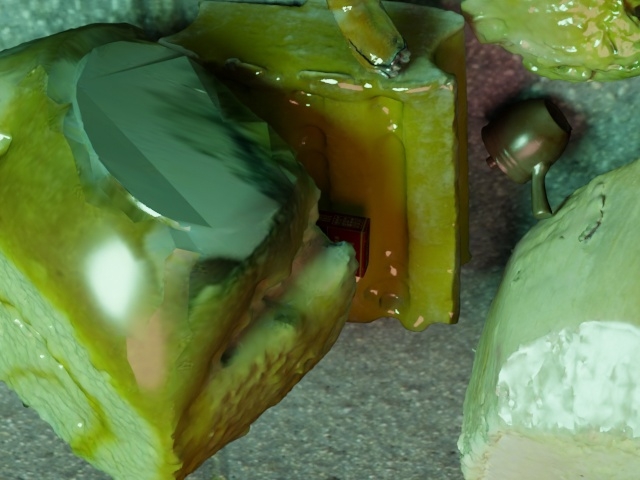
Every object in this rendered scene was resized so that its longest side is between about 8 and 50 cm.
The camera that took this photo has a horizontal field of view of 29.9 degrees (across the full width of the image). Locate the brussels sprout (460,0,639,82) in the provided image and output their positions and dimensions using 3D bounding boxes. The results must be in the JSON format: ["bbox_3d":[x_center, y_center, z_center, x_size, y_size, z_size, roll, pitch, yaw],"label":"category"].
[{"bbox_3d":[0.212,-0.199,0.975,0.181,0.100,0.139,7,141,29],"label":"brussels sprout"}]

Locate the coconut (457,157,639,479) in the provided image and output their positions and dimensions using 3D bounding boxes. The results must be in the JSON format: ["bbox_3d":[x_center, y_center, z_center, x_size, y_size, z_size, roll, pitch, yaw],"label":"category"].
[{"bbox_3d":[0.341,0.099,1.102,0.404,0.404,0.404,-1,133,-1],"label":"coconut"}]

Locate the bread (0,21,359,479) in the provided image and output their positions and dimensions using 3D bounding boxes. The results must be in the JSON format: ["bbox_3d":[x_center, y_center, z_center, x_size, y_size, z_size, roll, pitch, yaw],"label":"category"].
[{"bbox_3d":[-0.167,-0.029,0.923,0.395,0.239,0.264,43,144,16],"label":"bread"}]

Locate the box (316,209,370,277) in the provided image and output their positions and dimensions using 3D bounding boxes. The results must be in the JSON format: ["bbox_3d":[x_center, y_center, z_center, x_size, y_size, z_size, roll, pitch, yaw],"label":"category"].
[{"bbox_3d":[0.000,0.000,1.012,0.082,0.023,0.051,10,131,11],"label":"box"}]

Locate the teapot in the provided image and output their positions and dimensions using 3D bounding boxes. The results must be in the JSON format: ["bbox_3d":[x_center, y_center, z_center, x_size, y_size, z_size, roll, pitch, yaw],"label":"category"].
[{"bbox_3d":[0.198,-0.071,1.090,0.080,0.110,0.085,-38,148,28],"label":"teapot"}]

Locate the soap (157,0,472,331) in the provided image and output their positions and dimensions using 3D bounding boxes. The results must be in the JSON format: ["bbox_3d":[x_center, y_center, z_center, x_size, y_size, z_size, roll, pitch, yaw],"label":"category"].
[{"bbox_3d":[0.004,-0.065,1.058,0.259,0.143,0.281,8,137,13],"label":"soap"}]

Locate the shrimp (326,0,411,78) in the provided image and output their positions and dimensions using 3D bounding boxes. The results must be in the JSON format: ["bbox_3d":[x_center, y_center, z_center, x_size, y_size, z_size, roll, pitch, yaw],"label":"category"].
[{"bbox_3d":[0.082,-0.204,0.924,0.161,0.166,0.049,-2,160,-2],"label":"shrimp"}]
